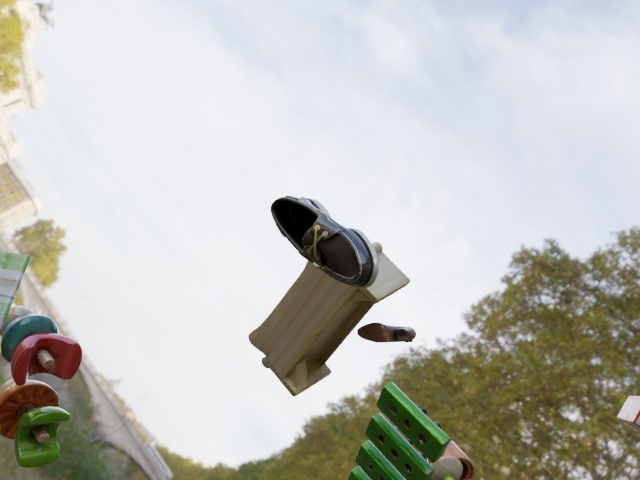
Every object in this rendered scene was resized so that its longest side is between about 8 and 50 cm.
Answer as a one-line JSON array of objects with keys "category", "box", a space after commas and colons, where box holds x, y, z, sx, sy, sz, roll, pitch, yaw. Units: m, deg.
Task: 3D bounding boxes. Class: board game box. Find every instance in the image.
[{"category": "board game box", "box": [0.524, 0.285, 0.959, 0.147, 0.045, 0.193, 30, -2, 21]}]

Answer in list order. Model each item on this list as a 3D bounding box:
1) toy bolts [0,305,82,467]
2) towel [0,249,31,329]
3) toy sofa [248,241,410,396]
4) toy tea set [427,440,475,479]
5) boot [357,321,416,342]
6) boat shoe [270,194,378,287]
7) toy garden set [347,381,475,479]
[{"category": "toy bolts", "box": [-0.493, 0.214, 1.012, 0.158, 0.218, 0.228, 31, -76, 41]}, {"category": "towel", "box": [-0.500, 0.080, 0.949, 0.113, 0.152, 0.023, 13, -30, -3]}, {"category": "toy sofa", "box": [0.011, 0.156, 1.432, 0.177, 0.150, 0.362, 46, -57, 17]}, {"category": "toy tea set", "box": [0.193, 0.504, 1.108, 0.124, 0.200, 0.335, -115, -166, -66]}, {"category": "boot", "box": [0.142, 0.199, 1.384, 0.119, 0.042, 0.087, 2, -12, 13]}, {"category": "boat shoe", "box": [0.000, 0.000, 0.962, 0.228, 0.069, 0.081, 41, -65, 49]}, {"category": "toy garden set", "box": [0.142, 0.336, 0.901, 0.204, 0.049, 0.244, 42, -44, 31]}]
